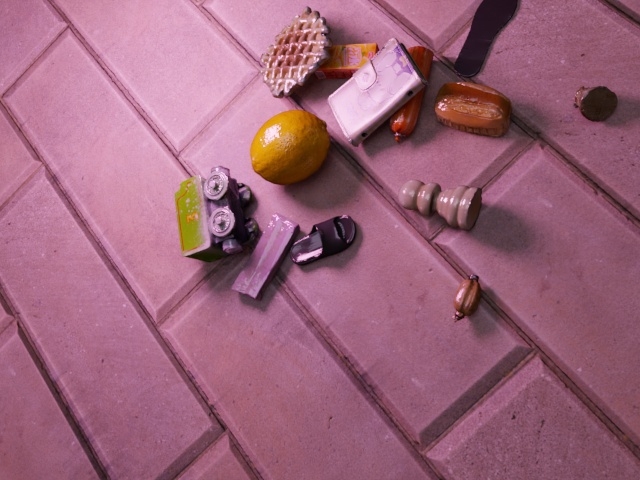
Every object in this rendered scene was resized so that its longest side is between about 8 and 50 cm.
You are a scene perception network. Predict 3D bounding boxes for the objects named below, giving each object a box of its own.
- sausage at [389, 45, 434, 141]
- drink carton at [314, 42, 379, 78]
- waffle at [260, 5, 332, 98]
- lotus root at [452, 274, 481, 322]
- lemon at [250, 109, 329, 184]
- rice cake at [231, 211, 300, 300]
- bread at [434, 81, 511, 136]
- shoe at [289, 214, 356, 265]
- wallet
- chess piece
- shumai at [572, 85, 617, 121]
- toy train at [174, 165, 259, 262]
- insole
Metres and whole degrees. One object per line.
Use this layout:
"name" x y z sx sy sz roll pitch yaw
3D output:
"sausage" 0.286 -0.464 1.904 0.092 0.093 0.313 12 83 21
"drink carton" 0.088 -0.611 2.016 0.222 0.071 0.096 4 78 20
"waffle" -0.086 -0.643 2.038 0.309 0.056 0.292 -39 53 22
"lotus root" 0.427 0.173 1.723 0.072 0.063 0.152 29 80 -4
"lemon" -0.099 -0.302 1.924 0.236 0.236 0.263 34 100 22
"rice cake" -0.178 0.058 1.963 0.106 0.050 0.298 28 88 23
"bread" 0.471 -0.409 1.820 0.236 0.106 0.140 18 82 21
"shoe" 0.000 0.000 1.894 0.240 0.093 0.108 -28 69 13
"wallet" 0.178 -0.474 1.892 0.309 0.077 0.223 -39 56 30
"chess piece" 0.354 -0.120 1.794 0.243 0.133 0.133 17 83 28
"shumai" 0.795 -0.409 1.730 0.099 0.123 0.087 -57 26 20
"toy train" -0.359 -0.086 2.002 0.248 0.173 0.308 -18 72 23
"insole" 0.538 -0.685 1.914 0.119 0.009 0.349 25 86 24
